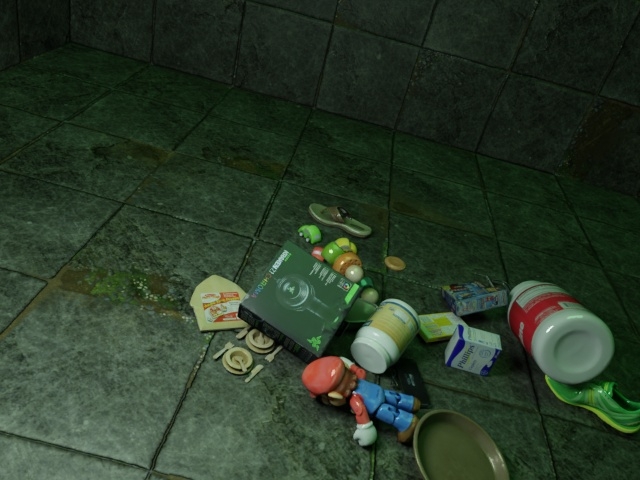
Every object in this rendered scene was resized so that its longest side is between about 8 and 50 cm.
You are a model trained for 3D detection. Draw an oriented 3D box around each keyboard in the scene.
[{"bbox_3d":[0.249,0.412,1.637,0.108,0.023,0.180,13,31,-17],"label":"keyboard"}]

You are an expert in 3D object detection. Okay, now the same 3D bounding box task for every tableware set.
[{"bbox_3d":[-0.197,0.305,1.582,0.128,0.039,0.194,32,36,15],"label":"tableware set"}]

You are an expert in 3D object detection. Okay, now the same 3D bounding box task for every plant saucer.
[{"bbox_3d":[0.346,0.556,1.395,0.278,0.041,0.277,19,38,-16],"label":"plant saucer"},{"bbox_3d":[0.288,0.087,2.151,0.084,0.013,0.083,10,33,-7],"label":"plant saucer"}]

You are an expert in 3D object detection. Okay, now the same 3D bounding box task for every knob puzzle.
[{"bbox_3d":[-0.306,0.191,1.706,0.213,0.030,0.213,15,45,-16],"label":"knob puzzle"}]

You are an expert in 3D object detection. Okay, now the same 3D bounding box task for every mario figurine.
[{"bbox_3d":[0.094,0.427,1.497,0.321,0.170,0.198,27,-3,-1],"label":"mario figurine"}]

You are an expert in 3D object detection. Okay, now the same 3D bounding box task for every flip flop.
[{"bbox_3d":[0.084,-0.095,2.277,0.277,0.080,0.112,24,34,13],"label":"flip flop"}]

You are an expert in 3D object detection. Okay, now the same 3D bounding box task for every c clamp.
[{"bbox_3d":[0.685,0.187,2.165,0.137,0.022,0.160,9,31,-20],"label":"c clamp"}]

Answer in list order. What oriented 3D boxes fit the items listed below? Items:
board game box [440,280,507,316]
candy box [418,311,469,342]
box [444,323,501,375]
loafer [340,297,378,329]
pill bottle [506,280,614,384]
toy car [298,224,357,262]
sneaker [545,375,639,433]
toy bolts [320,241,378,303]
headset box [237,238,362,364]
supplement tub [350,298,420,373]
[{"bbox_3d":[0.546,0.199,1.973,0.194,0.060,0.194,-7,12,-1],"label":"board game box"},{"bbox_3d":[0.405,0.288,1.870,0.206,0.027,0.105,0,38,-32],"label":"candy box"},{"bbox_3d":[0.473,0.342,1.739,0.137,0.126,0.072,15,34,0],"label":"box"},{"bbox_3d":[0.034,0.212,1.744,0.320,0.111,0.111,4,64,-12],"label":"loafer"},{"bbox_3d":[0.745,0.272,1.805,0.229,0.228,0.407,15,14,-2],"label":"pill bottle"},{"bbox_3d":[0.000,0.000,2.123,0.239,0.053,0.225,-17,45,-41],"label":"toy car"},{"bbox_3d":[0.842,0.464,1.709,0.296,0.123,0.109,26,34,21],"label":"sneaker"},{"bbox_3d":[0.083,0.151,1.837,0.229,0.218,0.158,33,10,-44],"label":"toy bolts"},{"bbox_3d":[-0.052,0.184,1.604,0.283,0.131,0.246,34,65,4],"label":"headset box"},{"bbox_3d":[0.194,0.285,1.672,0.144,0.144,0.200,30,48,21],"label":"supplement tub"}]
